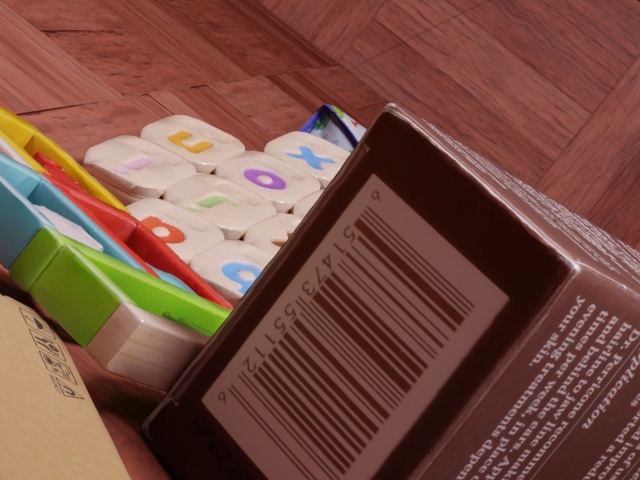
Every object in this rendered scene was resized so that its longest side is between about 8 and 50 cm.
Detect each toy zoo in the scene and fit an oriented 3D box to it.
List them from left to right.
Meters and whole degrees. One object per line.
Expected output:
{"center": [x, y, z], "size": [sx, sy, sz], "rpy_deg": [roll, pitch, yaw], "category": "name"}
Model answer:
{"center": [-0.141, -0.019, 0.962], "size": [0.293, 0.030, 0.192], "rpy_deg": [41, 5, 28], "category": "toy zoo"}

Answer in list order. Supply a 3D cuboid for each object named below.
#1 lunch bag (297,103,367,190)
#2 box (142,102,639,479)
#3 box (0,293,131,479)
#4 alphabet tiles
{"center": [0.041, -0.018, 1.523], "size": [0.151, 0.096, 0.129], "rpy_deg": [59, 16, 26], "category": "lunch bag"}
{"center": [0.117, 0.097, 0.944], "size": [0.381, 0.191, 0.143], "rpy_deg": [28, 13, -49], "category": "box"}
{"center": [-0.143, 0.051, 0.719], "size": [0.164, 0.021, 0.201], "rpy_deg": [32, 12, -33], "category": "box"}
{"center": [0.000, 0.000, 1.194], "size": [0.284, 0.021, 0.278], "rpy_deg": [27, 23, 15], "category": "alphabet tiles"}
